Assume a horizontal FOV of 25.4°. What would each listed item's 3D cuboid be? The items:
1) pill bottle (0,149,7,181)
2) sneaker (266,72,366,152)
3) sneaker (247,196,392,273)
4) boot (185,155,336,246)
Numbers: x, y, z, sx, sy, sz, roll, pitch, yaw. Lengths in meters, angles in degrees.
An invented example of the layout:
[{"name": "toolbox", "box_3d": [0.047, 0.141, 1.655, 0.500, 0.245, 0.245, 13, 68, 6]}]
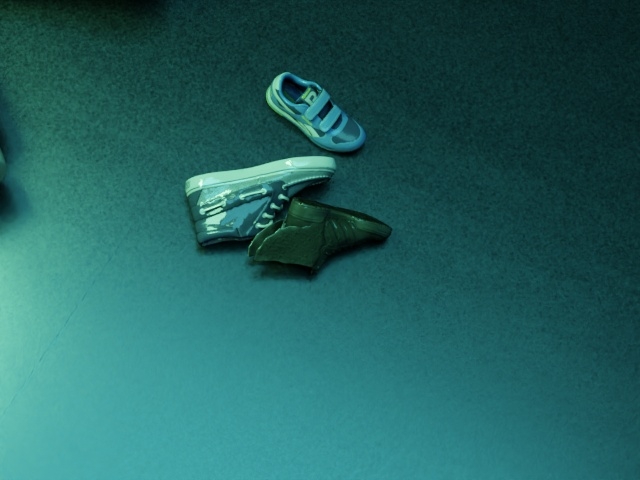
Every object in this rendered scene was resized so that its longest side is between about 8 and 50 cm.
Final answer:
[{"name": "pill bottle", "box_3d": [-0.487, -0.193, 1.698, 0.169, 0.169, 0.301, -23, 75, -14]}, {"name": "sneaker", "box_3d": [-0.005, -0.163, 1.805, 0.144, 0.059, 0.053, 32, 67, 4]}, {"name": "sneaker", "box_3d": [0.001, 0.001, 1.749, 0.170, 0.051, 0.089, 14, 101, -28]}, {"name": "boot", "box_3d": [-0.068, -0.047, 1.758, 0.190, 0.069, 0.086, -11, 79, -2]}]
